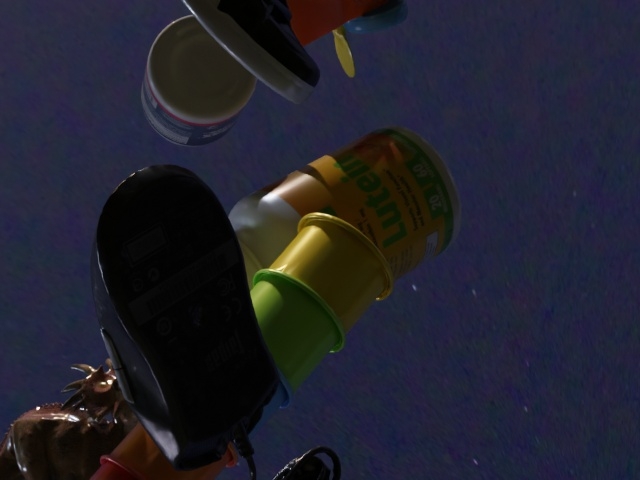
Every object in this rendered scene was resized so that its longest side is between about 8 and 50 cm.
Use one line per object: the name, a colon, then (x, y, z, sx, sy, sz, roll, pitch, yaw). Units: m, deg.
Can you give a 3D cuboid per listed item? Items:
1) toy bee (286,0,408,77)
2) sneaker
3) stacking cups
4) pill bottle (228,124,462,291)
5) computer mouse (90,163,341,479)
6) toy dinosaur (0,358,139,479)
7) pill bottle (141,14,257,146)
toy bee: (0.033, -0.274, 1.288, 0.162, 0.298, 0.195, 21, -69, 51)
sneaker: (-0.049, -0.204, 0.785, 0.121, 0.079, 0.217, -43, -99, 9)
stacking cups: (-0.069, 0.114, 0.885, 0.096, 0.096, 0.316, 29, -121, 22)
pill bottle: (0.000, 0.000, 1.103, 0.246, 0.136, 0.136, -29, -118, -28)
computer mouse: (-0.101, 0.098, 0.704, 0.060, 0.262, 0.184, 3, -146, 46)
toy dinosaur: (-0.285, 0.227, 1.363, 0.296, 0.127, 0.200, -12, -81, 15)
pill bottle: (-0.128, -0.154, 1.221, 0.108, 0.180, 0.108, 1, -97, -11)
